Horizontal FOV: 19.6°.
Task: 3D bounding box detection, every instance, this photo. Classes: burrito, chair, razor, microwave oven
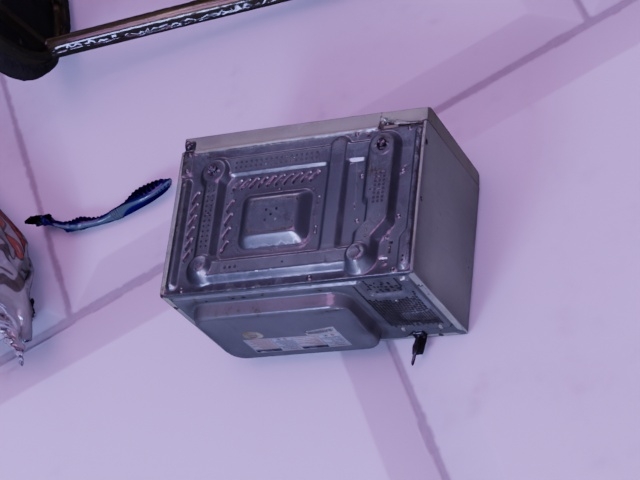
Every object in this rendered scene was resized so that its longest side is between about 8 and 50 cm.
[{"bbox_3d":[-0.392,-0.010,1.866,0.139,0.101,0.445,-46,51,-8],"label":"burrito"},{"bbox_3d":[-0.204,-0.382,1.825,0.410,0.365,0.362,-28,55,18],"label":"chair"},{"bbox_3d":[-0.214,-0.030,1.828,0.155,0.044,0.028,-15,87,17],"label":"razor"},{"bbox_3d":[0.000,0.000,1.626,0.241,0.145,0.194,-6,58,25],"label":"microwave oven"}]
